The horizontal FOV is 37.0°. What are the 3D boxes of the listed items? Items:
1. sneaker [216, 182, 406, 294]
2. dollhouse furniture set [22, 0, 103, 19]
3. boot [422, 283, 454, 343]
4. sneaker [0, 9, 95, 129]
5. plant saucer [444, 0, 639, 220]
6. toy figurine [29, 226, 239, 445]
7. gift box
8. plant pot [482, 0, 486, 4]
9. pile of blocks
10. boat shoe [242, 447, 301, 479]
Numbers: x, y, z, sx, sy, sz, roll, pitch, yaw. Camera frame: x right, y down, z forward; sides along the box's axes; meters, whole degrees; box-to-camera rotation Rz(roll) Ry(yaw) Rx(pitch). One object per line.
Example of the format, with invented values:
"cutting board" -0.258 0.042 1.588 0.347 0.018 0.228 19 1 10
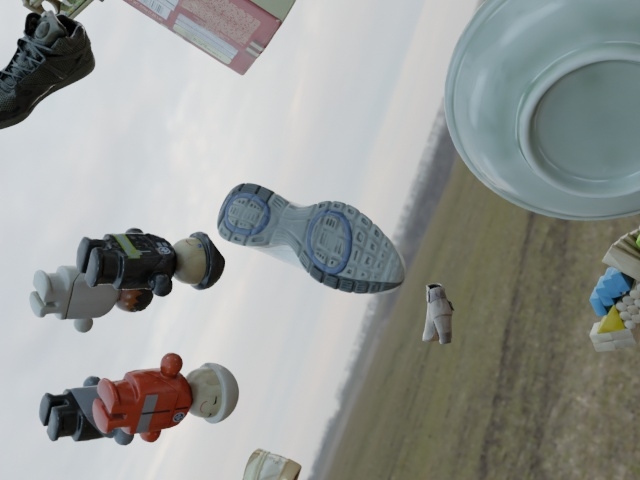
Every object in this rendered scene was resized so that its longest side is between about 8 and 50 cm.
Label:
"sneaker" 0.000 0.000 1.308 0.129 0.297 0.111 28 -93 -55
"dollhouse furniture set" -0.415 -0.483 1.637 0.182 0.101 0.161 -29 48 33
"boot" 0.172 0.108 1.424 0.118 0.042 0.087 166 95 -80
"sneaker" -0.430 -0.255 1.390 0.227 0.087 0.130 -40 -22 -26
"plant saucer" 0.357 -0.165 1.204 0.101 0.400 0.401 -80 6 -51
"toy figurine" -0.189 0.101 0.973 0.209 0.148 0.213 -25 71 50
"gift box" -0.117 -0.393 1.185 0.258 0.255 0.276 -61 16 -13
"plant pot" 0.395 -0.328 1.475 0.284 0.191 0.284 -29 -50 -43
"pile of blocks" 0.585 0.051 1.744 0.113 0.149 0.362 -51 -12 -46
"boat shoe" -0.053 0.291 0.928 0.063 0.059 0.170 -2 -79 -77
